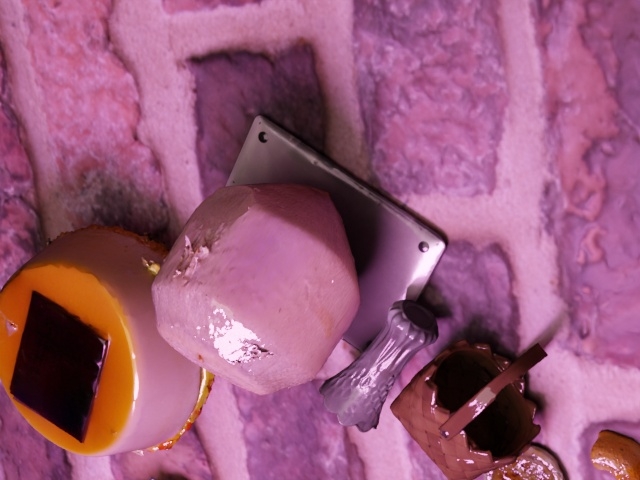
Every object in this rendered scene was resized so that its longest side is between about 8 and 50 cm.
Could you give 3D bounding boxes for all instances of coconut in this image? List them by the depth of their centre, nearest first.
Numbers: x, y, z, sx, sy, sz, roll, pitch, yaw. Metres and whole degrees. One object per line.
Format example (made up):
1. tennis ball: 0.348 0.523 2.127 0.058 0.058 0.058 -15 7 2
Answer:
1. coconut: -0.063 0.039 1.613 0.224 0.224 0.234 20 79 24

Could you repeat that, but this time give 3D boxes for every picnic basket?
1. picnic basket: 0.174 0.169 1.584 0.138 0.128 0.178 49 135 4

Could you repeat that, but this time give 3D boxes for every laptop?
1. laptop: 0.000 0.000 1.696 0.269 0.015 0.187 35 122 16

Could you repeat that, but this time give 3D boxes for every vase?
1. vase: 0.070 0.134 1.657 0.081 0.081 0.148 42 117 11

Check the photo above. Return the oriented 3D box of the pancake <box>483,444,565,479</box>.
1. pancake: 0.230 0.275 1.661 0.108 0.017 0.108 13 115 31

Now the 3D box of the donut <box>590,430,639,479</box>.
1. donut: 0.316 0.252 1.587 0.067 0.038 0.083 16 114 22

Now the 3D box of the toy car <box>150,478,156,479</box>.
1. toy car: -0.199 0.390 1.934 0.126 0.098 0.161 9 84 0

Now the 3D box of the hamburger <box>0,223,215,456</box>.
1. hamburger: -0.251 0.122 1.798 0.294 0.179 0.276 27 117 24
